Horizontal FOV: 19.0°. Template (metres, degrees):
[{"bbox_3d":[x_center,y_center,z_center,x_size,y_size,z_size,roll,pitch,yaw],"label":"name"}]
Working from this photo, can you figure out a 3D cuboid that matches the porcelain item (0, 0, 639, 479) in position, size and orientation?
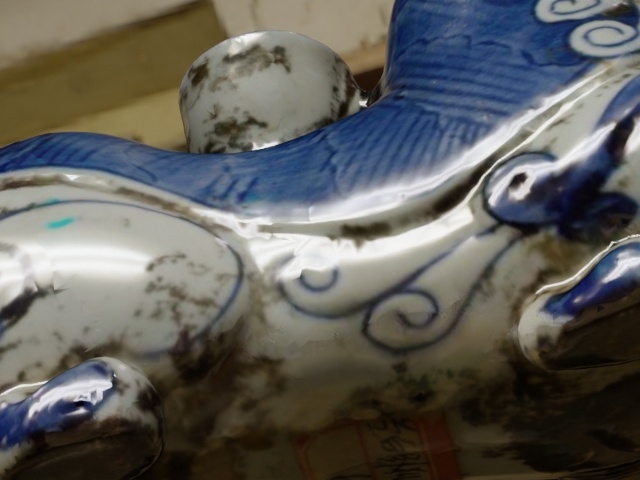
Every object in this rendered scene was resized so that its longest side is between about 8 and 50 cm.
[{"bbox_3d":[0.000,0.000,0.538,0.288,0.186,0.138,-17,-38,3],"label":"porcelain item"}]
